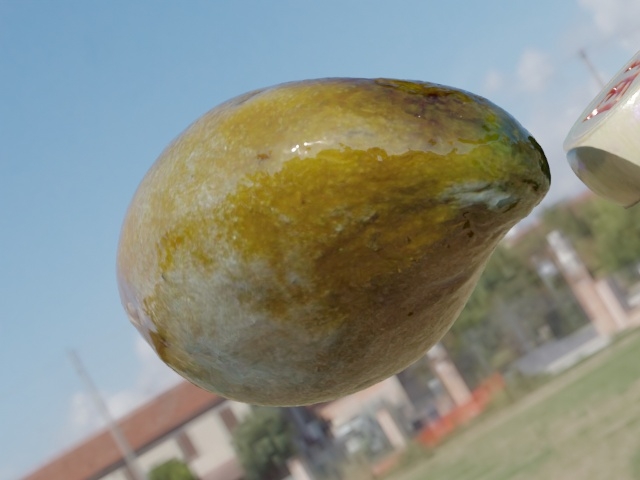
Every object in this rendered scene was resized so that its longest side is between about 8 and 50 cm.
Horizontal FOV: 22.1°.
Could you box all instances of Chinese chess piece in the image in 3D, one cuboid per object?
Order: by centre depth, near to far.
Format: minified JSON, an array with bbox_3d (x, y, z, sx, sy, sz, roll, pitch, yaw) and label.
[{"bbox_3d":[0.185,-0.074,0.888,0.122,0.051,0.122,-49,1,2],"label":"Chinese chess piece"}]

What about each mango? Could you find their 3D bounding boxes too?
[{"bbox_3d":[0.000,0.000,0.902,0.316,0.193,0.146,-30,40,55],"label":"mango"}]
